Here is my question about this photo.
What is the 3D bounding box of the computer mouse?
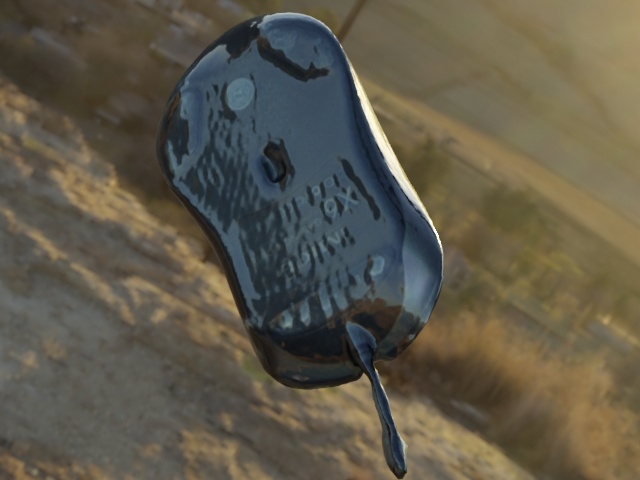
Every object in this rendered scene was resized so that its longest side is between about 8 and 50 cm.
[{"bbox_3d":[0.000,0.000,0.994,0.090,0.167,0.379,29,36,-56],"label":"computer mouse"}]
